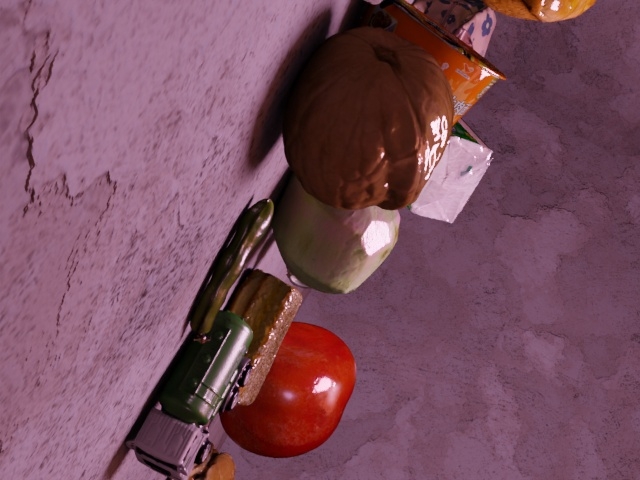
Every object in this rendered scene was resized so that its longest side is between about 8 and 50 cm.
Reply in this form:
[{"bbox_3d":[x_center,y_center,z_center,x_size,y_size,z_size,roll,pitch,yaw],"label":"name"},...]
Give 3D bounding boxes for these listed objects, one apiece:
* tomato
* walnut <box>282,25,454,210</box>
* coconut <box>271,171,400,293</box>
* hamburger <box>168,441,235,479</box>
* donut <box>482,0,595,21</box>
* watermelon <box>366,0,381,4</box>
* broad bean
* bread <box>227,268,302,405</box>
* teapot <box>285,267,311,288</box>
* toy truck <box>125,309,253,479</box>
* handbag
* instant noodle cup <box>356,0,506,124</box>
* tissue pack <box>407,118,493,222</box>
[{"bbox_3d":[-0.076,0.340,1.919,0.325,0.290,0.293,-37,149,-75],"label":"tomato"},{"bbox_3d":[0.058,-0.142,1.017,0.228,0.228,0.228,-61,176,-8],"label":"walnut"},{"bbox_3d":[0.031,-0.040,1.343,0.236,0.205,0.236,-51,168,-15],"label":"coconut"},{"bbox_3d":[-0.310,0.628,1.979,0.259,0.145,0.283,-60,171,19],"label":"hamburger"},{"bbox_3d":[0.326,-0.474,1.238,0.317,0.150,0.299,45,62,-48],"label":"donut"},{"bbox_3d":[0.102,-0.370,0.974,0.241,0.094,0.154,-59,-175,-20],"label":"watermelon"},{"bbox_3d":[-0.124,0.043,1.116,0.226,0.039,0.069,-62,170,11],"label":"broad bean"},{"bbox_3d":[-0.128,0.170,1.457,0.234,0.111,0.184,-63,173,-6],"label":"bread"},{"bbox_3d":[0.000,0.000,1.520,0.200,0.107,0.077,-80,-178,-45],"label":"teapot"},{"bbox_3d":[-0.179,0.221,1.203,0.125,0.101,0.242,100,16,-63],"label":"toy truck"},{"bbox_3d":[0.253,-0.409,1.804,0.193,0.190,0.251,-43,154,-59],"label":"handbag"},{"bbox_3d":[0.122,-0.231,1.193,0.182,0.230,0.230,-53,179,20],"label":"instant noodle cup"},{"bbox_3d":[0.154,-0.157,1.370,0.148,0.156,0.209,-61,-147,26],"label":"tissue pack"}]
